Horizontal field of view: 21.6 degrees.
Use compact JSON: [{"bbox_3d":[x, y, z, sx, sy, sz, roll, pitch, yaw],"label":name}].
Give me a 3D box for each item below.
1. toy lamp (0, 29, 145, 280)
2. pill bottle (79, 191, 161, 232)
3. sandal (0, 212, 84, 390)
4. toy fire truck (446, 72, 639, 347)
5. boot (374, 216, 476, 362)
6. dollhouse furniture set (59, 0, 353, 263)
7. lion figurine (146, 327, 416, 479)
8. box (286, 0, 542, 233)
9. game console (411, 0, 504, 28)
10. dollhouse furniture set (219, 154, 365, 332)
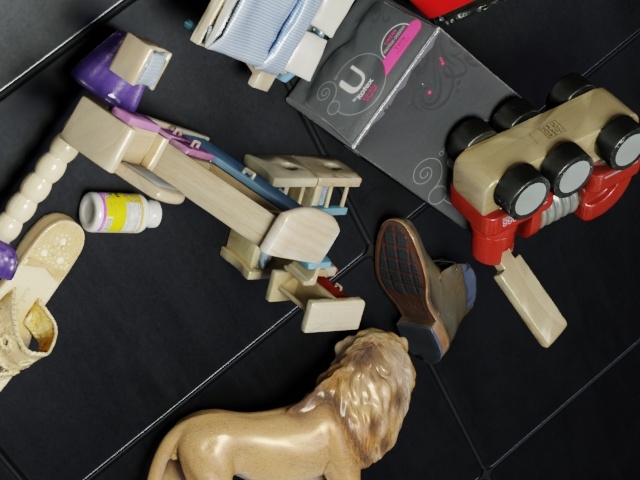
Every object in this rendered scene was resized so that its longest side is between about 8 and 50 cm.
[{"bbox_3d":[-0.264,-0.090,1.696,0.080,0.080,0.274,33,94,-45],"label":"toy lamp"},{"bbox_3d":[-0.213,-0.030,1.796,0.083,0.043,0.043,1,116,-38],"label":"pill bottle"},{"bbox_3d":[-0.313,0.090,1.770,0.088,0.079,0.240,21,103,-43],"label":"sandal"},{"bbox_3d":[0.260,-0.028,1.897,0.217,0.158,0.246,-26,142,-23],"label":"toy fire truck"},{"bbox_3d":[0.134,0.038,2.102,0.106,0.082,0.219,-46,135,-36],"label":"boot"},{"bbox_3d":[-0.045,-0.164,1.662,0.303,0.198,0.286,-60,158,8],"label":"dollhouse furniture set"},{"bbox_3d":[-0.060,0.250,2.029,0.392,0.142,0.240,-12,116,-27],"label":"lion figurine"},{"bbox_3d":[0.123,-0.140,1.912,0.270,0.143,0.165,31,96,-44],"label":"box"},{"bbox_3d":[0.173,-0.301,1.850,0.144,0.124,0.085,-21,114,26],"label":"game console"},{"bbox_3d":[0.000,0.000,1.878,0.129,0.184,0.129,-2,118,-37],"label":"dollhouse furniture set"}]
